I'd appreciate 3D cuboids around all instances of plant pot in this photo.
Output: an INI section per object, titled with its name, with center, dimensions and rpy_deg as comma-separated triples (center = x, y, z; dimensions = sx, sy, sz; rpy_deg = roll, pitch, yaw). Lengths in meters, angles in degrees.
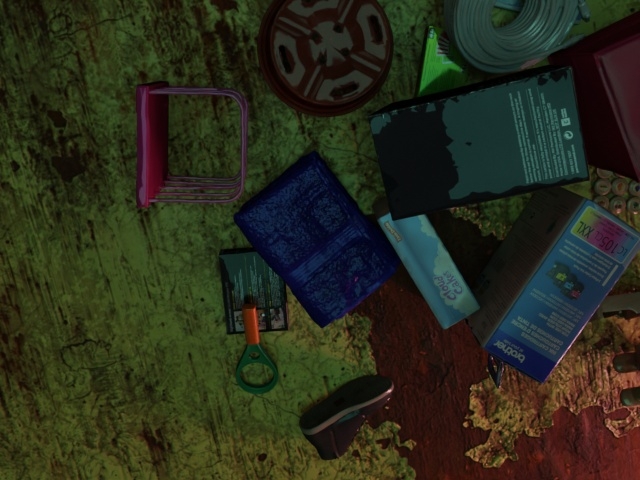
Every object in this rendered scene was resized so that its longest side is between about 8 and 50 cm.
[plant pot]
center = 0.013, -0.351, 1.344
dimensions = 0.272, 0.265, 0.272
rpy_deg = 0, 104, -1

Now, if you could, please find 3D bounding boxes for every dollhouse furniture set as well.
[dollhouse furniture set]
center = 0.651, 0.234, 1.534
dimensions = 0.161, 0.212, 0.242
rpy_deg = -7, 77, -2

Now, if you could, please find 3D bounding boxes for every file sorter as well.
[file sorter]
center = -0.226, -0.184, 1.366
dimensions = 0.182, 0.291, 0.202
rpy_deg = 2, 103, -5

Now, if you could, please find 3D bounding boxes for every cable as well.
[cable]
center = 0.352, -0.435, 1.361
dimensions = 0.257, 0.089, 0.257
rpy_deg = -28, 128, 2

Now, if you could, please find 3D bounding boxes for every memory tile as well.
[memory tile]
center = 0.642, -0.111, 1.547
dimensions = 0.148, 0.012, 0.113
rpy_deg = 2, 103, -2

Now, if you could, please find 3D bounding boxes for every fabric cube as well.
[fabric cube]
center = 0.620, -0.288, 1.379
dimensions = 0.258, 0.259, 0.254
rpy_deg = -24, 104, 4

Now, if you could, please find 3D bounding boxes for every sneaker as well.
[sneaker]
center = 0.071, 0.386, 1.626
dimensions = 0.222, 0.083, 0.118
rpy_deg = -27, 121, -2

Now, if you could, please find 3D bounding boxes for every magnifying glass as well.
[magnifying glass]
center = -0.141, 0.233, 1.568
dimensions = 0.092, 0.026, 0.231
rpy_deg = -3, 122, 0

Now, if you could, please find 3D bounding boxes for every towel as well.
[towel]
center = 0.000, 0.000, 1.498
dimensions = 0.227, 0.076, 0.308
rpy_deg = -41, 102, -9

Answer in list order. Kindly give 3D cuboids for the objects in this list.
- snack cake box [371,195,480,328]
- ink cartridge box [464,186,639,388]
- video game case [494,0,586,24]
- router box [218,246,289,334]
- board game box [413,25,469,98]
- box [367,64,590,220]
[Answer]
[snack cake box]
center = 0.210, 0.029, 1.496
dimensions = 0.089, 0.152, 0.264
rpy_deg = -31, 103, 6
[ink cartridge box]
center = 0.419, 0.096, 1.458
dimensions = 0.151, 0.270, 0.395
rpy_deg = 33, 100, -5
[video game case]
center = 0.425, -0.536, 1.435
dimensions = 0.212, 0.023, 0.193
rpy_deg = 11, 103, -4
[router box]
center = -0.138, 0.104, 1.558
dimensions = 0.133, 0.046, 0.179
rpy_deg = -4, 103, 0
[board game box]
center = 0.241, -0.324, 1.470
dimensions = 0.092, 0.043, 0.181
rpy_deg = 8, 103, -3
[box]
center = 0.271, -0.180, 1.285
dimensions = 0.312, 0.343, 0.179
rpy_deg = -11, 101, 15
